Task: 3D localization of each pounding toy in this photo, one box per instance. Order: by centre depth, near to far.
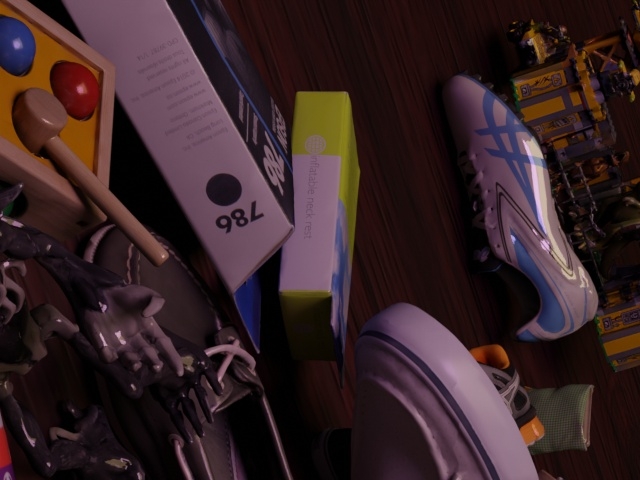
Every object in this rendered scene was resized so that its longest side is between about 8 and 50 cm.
[{"bbox_3d":[-0.159,-0.055,1.056,0.130,0.100,0.141,36,42,-42],"label":"pounding toy"}]

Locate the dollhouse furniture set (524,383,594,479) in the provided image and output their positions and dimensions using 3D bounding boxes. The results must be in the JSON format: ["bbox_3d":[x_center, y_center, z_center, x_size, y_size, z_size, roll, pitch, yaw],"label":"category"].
[{"bbox_3d":[0.169,0.171,1.556,0.058,0.076,0.152,45,44,-43],"label":"dollhouse furniture set"}]

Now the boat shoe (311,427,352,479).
[{"bbox_3d":[0.043,0.186,1.378,0.142,0.040,0.049,55,37,-32],"label":"boat shoe"}]

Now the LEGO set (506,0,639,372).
[{"bbox_3d":[0.306,-0.064,1.705,0.255,0.192,0.331,-39,110,-75],"label":"LEGO set"}]

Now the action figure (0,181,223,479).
[{"bbox_3d":[-0.149,0.070,0.998,0.141,0.164,0.275,43,5,32],"label":"action figure"}]

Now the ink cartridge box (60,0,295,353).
[{"bbox_3d":[-0.086,-0.107,1.207,0.165,0.065,0.333,-95,159,-64],"label":"ink cartridge box"}]

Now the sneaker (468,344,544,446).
[{"bbox_3d":[0.103,0.134,1.466,0.215,0.084,0.083,-15,90,-69],"label":"sneaker"}]

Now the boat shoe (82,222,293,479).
[{"bbox_3d":[-0.051,0.143,1.187,0.112,0.095,0.335,-23,99,-59],"label":"boat shoe"}]

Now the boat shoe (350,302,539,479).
[{"bbox_3d":[0.058,0.222,1.298,0.156,0.136,0.367,-33,128,-26],"label":"boat shoe"}]

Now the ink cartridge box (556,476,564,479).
[{"bbox_3d":[0.228,0.337,1.618,0.223,0.045,0.224,38,47,-47],"label":"ink cartridge box"}]

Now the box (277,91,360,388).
[{"bbox_3d":[0.000,0.000,1.339,0.109,0.042,0.178,80,13,-61],"label":"box"}]

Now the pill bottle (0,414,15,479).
[{"bbox_3d":[-0.198,0.224,0.834,0.181,0.181,0.323,-11,89,-59],"label":"pill bottle"}]

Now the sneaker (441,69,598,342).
[{"bbox_3d":[0.152,-0.027,1.608,0.086,0.085,0.237,-24,89,-16],"label":"sneaker"}]
